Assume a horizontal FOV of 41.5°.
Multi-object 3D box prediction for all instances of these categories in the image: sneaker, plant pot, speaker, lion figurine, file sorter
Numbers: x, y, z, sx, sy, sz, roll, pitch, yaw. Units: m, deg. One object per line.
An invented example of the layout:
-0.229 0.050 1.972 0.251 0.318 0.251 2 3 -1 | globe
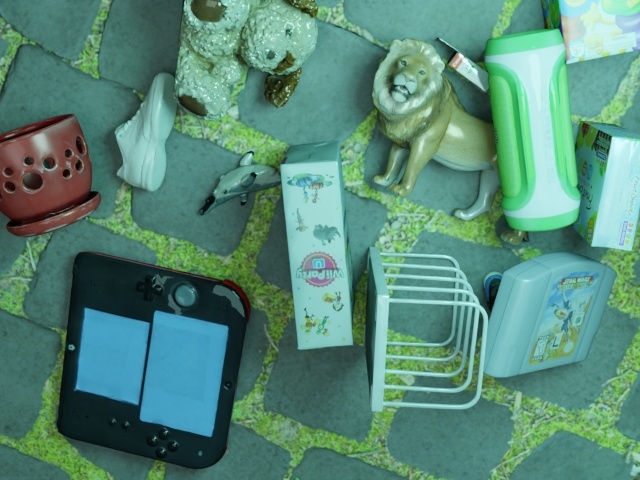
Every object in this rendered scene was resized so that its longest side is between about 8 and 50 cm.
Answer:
0.335 0.135 1.504 0.058 0.084 0.152 -20 103 9 | sneaker
-0.482 -0.107 1.450 0.191 0.191 0.174 -14 106 8 | plant pot
0.329 -0.170 1.312 0.131 0.131 0.297 -8 104 7 | speaker
-0.312 -0.195 1.476 0.094 0.080 0.212 18 107 11 | sneaker
0.240 -0.161 1.418 0.392 0.142 0.240 22 99 -21 | lion figurine
0.166 0.142 1.425 0.173 0.278 0.193 3 105 -1 | file sorter

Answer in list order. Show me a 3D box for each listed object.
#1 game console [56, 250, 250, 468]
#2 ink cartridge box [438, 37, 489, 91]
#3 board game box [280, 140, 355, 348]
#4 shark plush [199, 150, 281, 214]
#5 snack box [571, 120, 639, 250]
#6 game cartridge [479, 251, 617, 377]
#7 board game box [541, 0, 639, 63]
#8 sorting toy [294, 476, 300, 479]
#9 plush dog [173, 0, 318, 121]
-0.319 0.231 1.595 0.341 0.060 0.387 11 105 1 | game console
0.235 -0.293 1.409 0.115 0.063 0.029 35 105 -4 | ink cartridge box
0.000 0.000 1.423 0.097 0.224 0.303 -5 104 5 | board game box
-0.147 -0.083 1.502 0.161 0.073 0.067 -38 129 8 | shark plush
0.460 -0.094 1.371 0.070 0.207 0.175 7 106 3 | snack box
0.389 0.118 1.414 0.062 0.297 0.198 33 115 41 | game cartridge
0.421 -0.429 1.317 0.144 0.142 0.275 -10 104 7 | board game box
-0.035 0.507 1.670 0.062 0.012 0.083 -37 100 13 | sorting toy
-0.116 -0.340 1.388 0.225 0.211 0.262 6 134 -12 | plush dog
